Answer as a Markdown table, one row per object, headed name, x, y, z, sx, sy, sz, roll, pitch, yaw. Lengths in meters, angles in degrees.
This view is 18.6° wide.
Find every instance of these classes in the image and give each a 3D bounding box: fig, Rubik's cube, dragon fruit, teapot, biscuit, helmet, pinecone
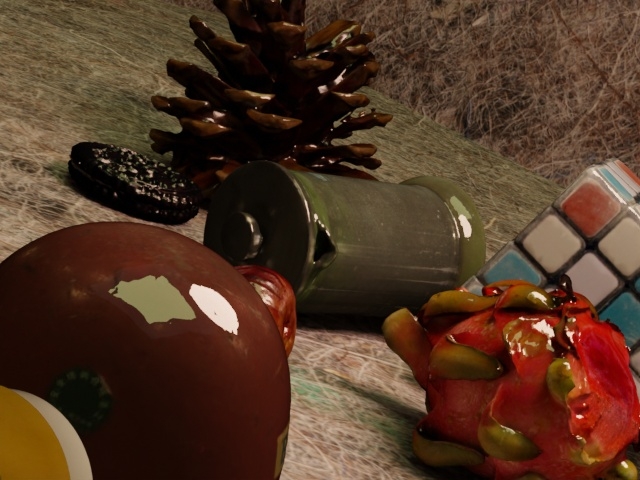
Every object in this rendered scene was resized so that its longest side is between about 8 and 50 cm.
| name | x | y | z | sx | sy | sz | roll | pitch | yaw |
| --- | --- | --- | --- | --- | --- | --- | --- | --- | --- |
| fig | -0.087 | 0.082 | 2.049 | 0.128 | 0.128 | 0.150 | 10 | 12 | -42 |
| Rubik's cube | 0.332 | 0.079 | 2.296 | 0.259 | 0.256 | 0.253 | 46 | 16 | 10 |
| dragon fruit | 0.206 | 0.148 | 2.043 | 0.307 | 0.243 | 0.227 | -100 | 163 | -54 |
| teapot | 0.000 | 0.000 | 2.389 | 0.337 | 0.200 | 0.270 | 6 | 8 | -46 |
| biscuit | -0.246 | -0.078 | 2.588 | 0.195 | 0.053 | 0.194 | 21 | 13 | -5 |
| helmet | -0.158 | 0.099 | 1.622 | 0.338 | 0.230 | 0.385 | 20 | 14 | -4 |
| pinecone | -0.059 | -0.215 | 2.781 | 0.384 | 0.384 | 0.384 | 21 | 13 | -5 |

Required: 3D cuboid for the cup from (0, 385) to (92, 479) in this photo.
| name | x | y | z | sx | sy | sz | roll | pitch | yaw |
| --- | --- | --- | --- | --- | --- | --- | --- | --- | --- |
| cup | -0.288 | 0.173 | 1.279 | 0.241 | 0.185 | 0.226 | -7 | -5 | 23 |
